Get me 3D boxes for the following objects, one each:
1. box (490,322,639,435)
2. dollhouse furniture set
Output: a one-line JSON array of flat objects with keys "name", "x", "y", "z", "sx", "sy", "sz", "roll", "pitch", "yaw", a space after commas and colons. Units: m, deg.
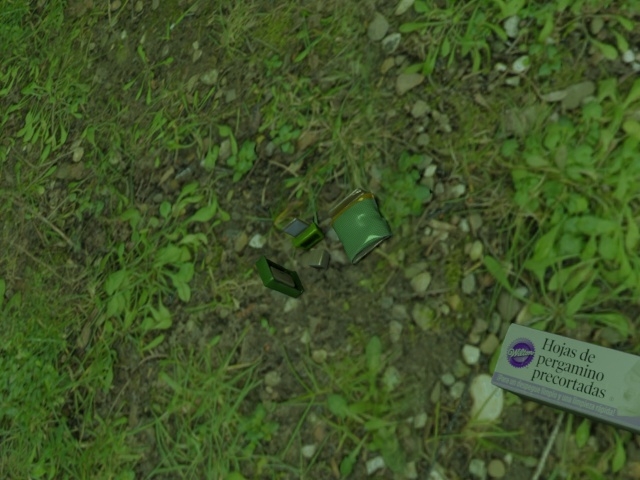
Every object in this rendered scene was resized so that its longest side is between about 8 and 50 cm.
[{"name": "box", "x": 0.300, "y": 0.140, "z": 0.858, "sx": 0.324, "sy": 0.067, "sz": 0.063, "roll": 13, "pitch": 78, "yaw": 43}, {"name": "dollhouse furniture set", "x": 0.000, "y": 0.000, "z": 1.173, "sx": 0.152, "sy": 0.059, "sz": 0.076, "roll": -39, "pitch": 51, "yaw": 20}]
